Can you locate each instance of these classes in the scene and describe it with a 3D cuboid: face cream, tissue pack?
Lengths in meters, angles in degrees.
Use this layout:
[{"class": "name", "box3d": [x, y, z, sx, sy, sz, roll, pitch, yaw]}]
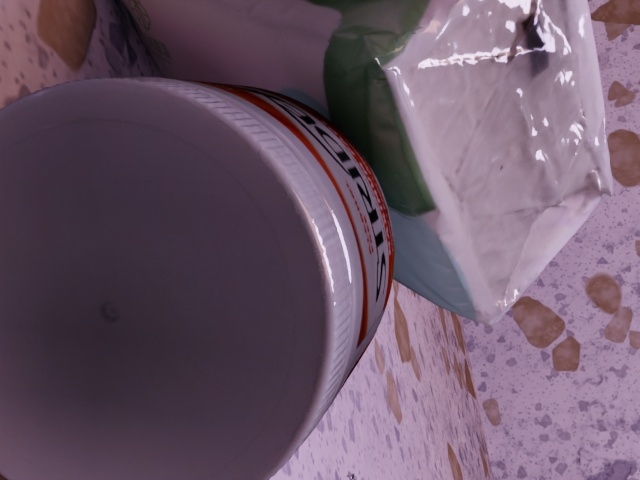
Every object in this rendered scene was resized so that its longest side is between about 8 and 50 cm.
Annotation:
[{"class": "face cream", "box3d": [-0.069, 0.017, 0.448, 0.187, 0.201, 0.201, -33, 108, -75]}, {"class": "tissue pack", "box3d": [0.024, -0.128, 0.660, 0.356, 0.194, 0.266, 33, -20, 42]}]

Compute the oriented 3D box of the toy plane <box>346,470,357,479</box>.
[{"class": "toy plane", "box3d": [0.058, 0.335, 0.915, 0.234, 0.082, 0.160, 80, -8, -62]}]
